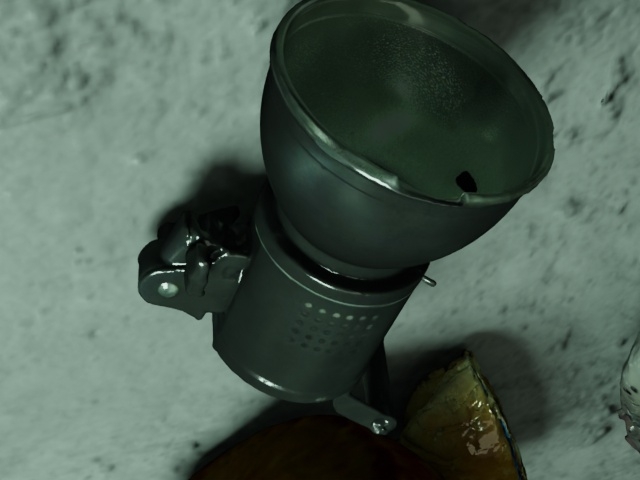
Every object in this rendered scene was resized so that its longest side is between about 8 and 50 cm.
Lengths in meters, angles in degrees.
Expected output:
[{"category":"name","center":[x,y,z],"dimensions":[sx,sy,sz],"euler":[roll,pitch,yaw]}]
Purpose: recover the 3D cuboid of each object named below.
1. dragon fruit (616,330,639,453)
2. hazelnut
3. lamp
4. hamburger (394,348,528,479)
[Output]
[{"category":"dragon fruit","center":[0.354,0.087,0.922],"dimensions":[0.221,0.204,0.283],"euler":[-52,125,-16]},{"category":"hazelnut","center":[0.006,0.218,0.846],"dimensions":[0.218,0.233,0.218],"euler":[-21,115,-55]},{"category":"lamp","center":[0.000,0.000,0.681],"dimensions":[0.172,0.147,0.227],"euler":[10,135,-20]},{"category":"hamburger","center":[0.096,0.163,0.924],"dimensions":[0.102,0.087,0.176],"euler":[-30,142,-1]}]
